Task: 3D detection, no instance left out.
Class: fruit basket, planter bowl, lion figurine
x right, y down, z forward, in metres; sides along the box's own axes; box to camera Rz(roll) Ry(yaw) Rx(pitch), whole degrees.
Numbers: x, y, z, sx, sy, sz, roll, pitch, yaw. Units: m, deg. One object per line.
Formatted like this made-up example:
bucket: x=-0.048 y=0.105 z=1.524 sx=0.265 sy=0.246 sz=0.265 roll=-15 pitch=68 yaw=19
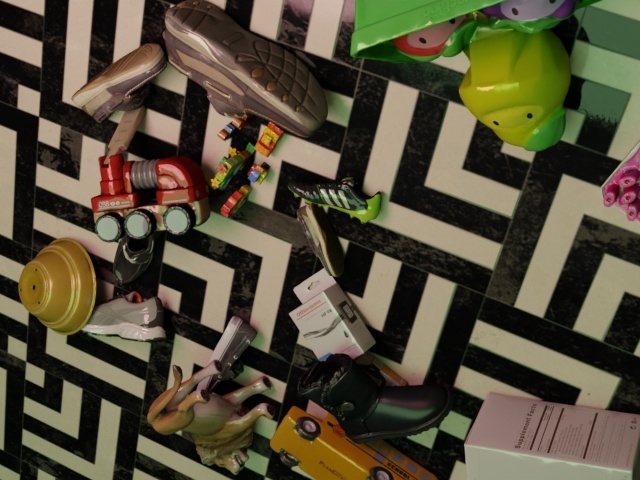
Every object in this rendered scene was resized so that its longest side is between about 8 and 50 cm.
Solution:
fruit basket: x=0.261 y=-0.306 z=1.446 sx=0.392 sy=0.283 sz=0.391 roll=4 pitch=99 yaw=29
planter bowl: x=-0.594 y=0.102 z=2.088 sx=0.217 sy=0.090 sz=0.217 roll=0 pitch=90 yaw=38
lion figurine: x=-0.250 y=0.364 z=1.993 sx=0.240 sy=0.142 sz=0.392 roll=-32 pitch=140 yaw=21

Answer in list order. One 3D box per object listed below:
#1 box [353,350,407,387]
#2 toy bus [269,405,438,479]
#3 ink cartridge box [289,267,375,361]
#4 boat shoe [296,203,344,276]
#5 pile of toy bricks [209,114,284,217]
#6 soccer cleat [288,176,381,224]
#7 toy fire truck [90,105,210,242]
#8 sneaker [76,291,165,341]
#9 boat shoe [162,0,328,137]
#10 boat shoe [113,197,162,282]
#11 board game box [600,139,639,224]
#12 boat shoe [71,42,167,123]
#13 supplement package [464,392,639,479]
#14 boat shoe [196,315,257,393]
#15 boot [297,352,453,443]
box: x=0.110 y=0.283 z=1.929 sx=0.136 sy=0.028 sz=0.081 roll=39 pitch=123 yaw=6
toy bus: x=0.067 y=0.457 z=1.972 sx=0.333 sy=0.130 sz=0.108 roll=33 pitch=125 yaw=8
ink cartridge box: x=0.013 y=0.157 z=1.879 sx=0.104 sy=0.060 sz=0.180 roll=-35 pitch=87 yaw=34
boat shoe: x=0.000 y=0.000 z=1.831 sx=0.049 sy=0.056 sz=0.152 roll=-16 pitch=97 yaw=36
pile of toy bricks: x=-0.164 y=-0.143 z=1.804 sx=0.118 sy=0.105 sz=0.212 roll=38 pitch=124 yaw=5
soccer cleat: x=0.028 y=-0.090 z=1.772 sx=0.179 sy=0.060 sz=0.072 roll=20 pitch=111 yaw=9
toy fire truck: x=-0.331 y=-0.137 z=1.845 sx=0.217 sy=0.158 sz=0.246 roll=-6 pitch=101 yaw=14
sneaker: x=-0.446 y=0.163 z=2.110 sx=0.272 sy=0.100 sz=0.107 roll=2 pitch=84 yaw=31
boat shoe: x=-0.138 y=-0.292 z=1.721 sx=0.355 sy=0.132 sz=0.130 roll=40 pitch=136 yaw=14
boat shoe: x=-0.390 y=0.008 z=2.005 sx=0.084 sy=0.079 sz=0.233 roll=37 pitch=126 yaw=3
board game box: x=0.695 y=-0.092 z=1.451 sx=0.390 sy=0.050 sz=0.390 roll=36 pitch=124 yaw=5
boat shoe: x=-0.370 y=-0.293 z=1.826 sx=0.285 sy=0.102 sz=0.092 roll=-15 pitch=124 yaw=45
supplement package: x=0.430 y=0.416 z=1.751 sx=0.293 sy=0.175 sz=0.177 roll=4 pitch=116 yaw=24
boat shoe: x=-0.196 y=0.259 z=2.040 sx=0.076 sy=0.080 sz=0.228 roll=27 pitch=119 yaw=-2
boot: x=0.103 y=0.292 z=1.830 sx=0.247 sy=0.094 sz=0.207 roll=-21 pitch=130 yaw=26
